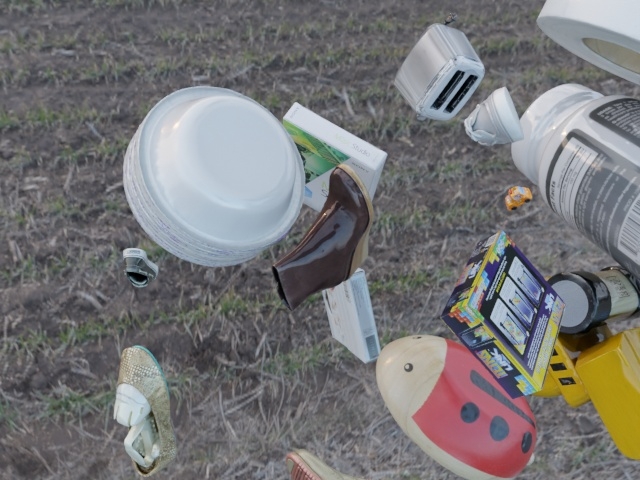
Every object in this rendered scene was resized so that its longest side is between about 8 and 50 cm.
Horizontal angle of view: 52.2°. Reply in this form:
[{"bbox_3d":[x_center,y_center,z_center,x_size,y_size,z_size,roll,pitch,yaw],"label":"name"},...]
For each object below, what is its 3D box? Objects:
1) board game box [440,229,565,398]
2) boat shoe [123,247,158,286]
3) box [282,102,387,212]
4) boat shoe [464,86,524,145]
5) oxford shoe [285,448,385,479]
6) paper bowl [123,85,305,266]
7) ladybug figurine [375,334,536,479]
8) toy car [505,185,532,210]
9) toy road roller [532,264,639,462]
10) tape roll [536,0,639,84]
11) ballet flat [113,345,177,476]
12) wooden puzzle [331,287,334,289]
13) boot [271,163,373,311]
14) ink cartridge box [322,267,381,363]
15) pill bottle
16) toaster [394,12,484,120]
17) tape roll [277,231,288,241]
[{"bbox_3d":[0.236,0.089,0.826,0.141,0.048,0.170,49,43,-8],"label":"board game box"},{"bbox_3d":[-0.486,0.086,1.743,0.077,0.219,0.070,0,71,-1],"label":"boat shoe"},{"bbox_3d":[0.018,-0.156,1.510,0.232,0.322,0.059,30,66,9],"label":"box"},{"bbox_3d":[0.212,-0.147,0.813,0.063,0.184,0.066,-20,95,16],"label":"boat shoe"},{"bbox_3d":[0.093,0.608,1.516,0.397,0.141,0.146,37,54,17],"label":"oxford shoe"},{"bbox_3d":[-0.154,-0.112,1.033,0.284,0.148,0.285,13,65,-29],"label":"paper bowl"},{"bbox_3d":[0.335,0.375,1.503,0.449,0.162,0.305,35,39,-12],"label":"ladybug figurine"},{"bbox_3d":[0.416,-0.124,1.385,0.040,0.060,0.122,38,50,-32],"label":"toy car"},{"bbox_3d":[0.440,0.206,1.045,0.202,0.240,0.330,-3,58,-39],"label":"toy road roller"},{"bbox_3d":[0.441,-0.281,0.869,0.286,0.100,0.286,25,13,-6],"label":"tape roll"},{"bbox_3d":[-0.235,0.236,0.865,0.073,0.206,0.067,8,33,24],"label":"ballet flat"},{"bbox_3d":[0.044,0.099,1.734,0.006,0.083,0.049,21,32,-2],"label":"wooden puzzle"},{"bbox_3d":[0.000,0.000,1.217,0.206,0.249,0.090,-32,43,-26],"label":"boot"},{"bbox_3d":[0.079,0.195,1.924,0.060,0.275,0.239,-18,17,-18],"label":"ink cartridge box"},{"bbox_3d":[0.458,-0.087,0.958,0.210,0.210,0.363,-12,37,-17],"label":"pill bottle"},{"bbox_3d":[0.278,-0.384,1.495,0.129,0.227,0.147,7,46,-34],"label":"toaster"},{"bbox_3d":[-0.235,-0.047,2.060,0.274,0.275,0.090,-13,67,-18],"label":"tape roll"}]
